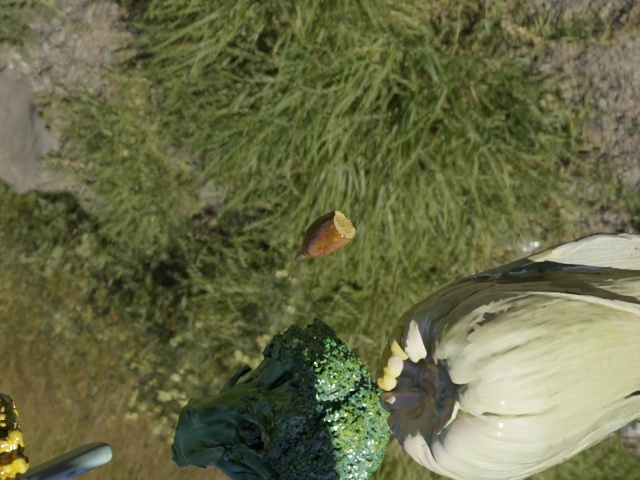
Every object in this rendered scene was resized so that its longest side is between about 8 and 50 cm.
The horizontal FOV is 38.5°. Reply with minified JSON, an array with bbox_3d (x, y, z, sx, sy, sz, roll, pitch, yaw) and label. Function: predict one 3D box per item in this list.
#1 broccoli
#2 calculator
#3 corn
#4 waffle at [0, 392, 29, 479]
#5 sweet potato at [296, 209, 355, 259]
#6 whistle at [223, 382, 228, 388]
[{"bbox_3d":[-0.040,0.216,1.041,0.242,0.261,0.269,3,172,10],"label":"broccoli"},{"bbox_3d":[-0.529,0.461,1.837,0.141,0.246,0.045,-21,89,52],"label":"calculator"},{"bbox_3d":[0.169,0.074,0.614,0.305,0.123,0.122,-11,153,-40],"label":"corn"},{"bbox_3d":[-0.365,0.258,0.962,0.070,0.197,0.193,10,156,-34],"label":"waffle"},{"bbox_3d":[0.000,0.000,1.180,0.049,0.049,0.117,31,140,-19],"label":"sweet potato"},{"bbox_3d":[-0.110,0.347,1.629,0.057,0.107,0.220,-26,94,52],"label":"whistle"}]
